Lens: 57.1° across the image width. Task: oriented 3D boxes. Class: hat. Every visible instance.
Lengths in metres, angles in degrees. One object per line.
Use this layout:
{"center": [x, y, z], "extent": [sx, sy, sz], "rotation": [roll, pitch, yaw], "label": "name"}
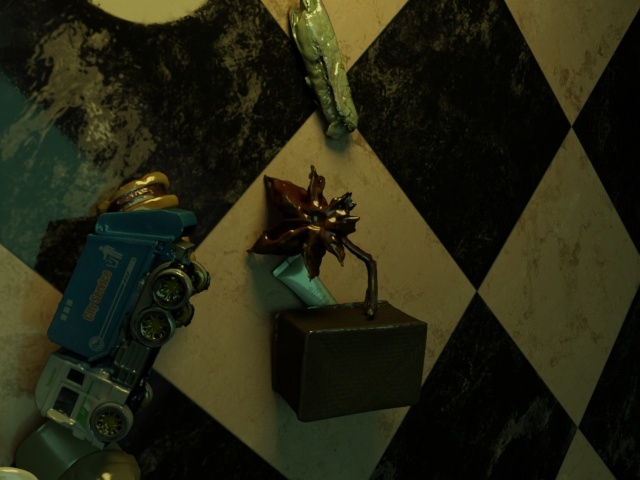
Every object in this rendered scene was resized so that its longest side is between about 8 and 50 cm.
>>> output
{"center": [-0.373, 0.367, 0.913], "extent": [0.166, 0.144, 0.173], "rotation": [-40, 135, -31], "label": "hat"}

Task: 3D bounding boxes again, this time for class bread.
{"center": [-0.284, 0.004, 0.998], "extent": [0.134, 0.081, 0.225], "rotation": [-24, 104, -33], "label": "bread"}

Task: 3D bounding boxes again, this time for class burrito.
{"center": [0.008, -0.366, 1.222], "extent": [0.096, 0.066, 0.309], "rotation": [-29, 107, -38], "label": "burrito"}

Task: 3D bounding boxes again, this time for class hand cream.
{"center": [-0.011, 0.114, 1.219], "extent": [0.078, 0.050, 0.205], "rotation": [-42, 111, -9], "label": "hand cream"}

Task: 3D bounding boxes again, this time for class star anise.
{"center": [0.000, 0.005, 1.125], "extent": [0.346, 0.237, 0.148], "rotation": [49, 19, -2], "label": "star anise"}

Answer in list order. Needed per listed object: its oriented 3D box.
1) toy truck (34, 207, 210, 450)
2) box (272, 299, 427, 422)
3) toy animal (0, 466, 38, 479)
{"center": [-0.294, 0.117, 0.894], "extent": [0.175, 0.146, 0.367], "rotation": [24, 92, -2], "label": "toy truck"}
{"center": [0.056, 0.230, 1.162], "extent": [0.273, 0.143, 0.184], "rotation": [-1, 100, -24], "label": "box"}
{"center": [-0.484, 0.361, 0.711], "extent": [0.247, 0.310, 0.183], "rotation": [-31, 105, -38], "label": "toy animal"}
